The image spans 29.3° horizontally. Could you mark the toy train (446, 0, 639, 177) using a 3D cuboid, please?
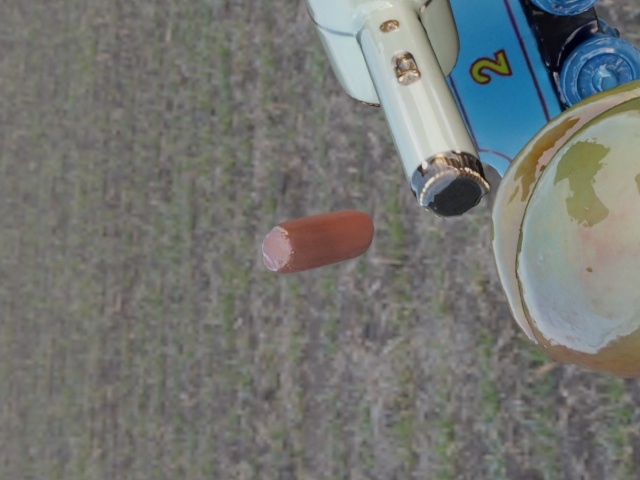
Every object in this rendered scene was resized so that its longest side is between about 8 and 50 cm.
[{"bbox_3d":[0.236,-0.251,1.495,0.188,0.265,0.300,-96,-18,-68],"label":"toy train"}]

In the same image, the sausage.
[{"bbox_3d":[0.000,0.000,1.431,0.062,0.154,0.062,13,108,44],"label":"sausage"}]

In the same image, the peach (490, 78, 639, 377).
[{"bbox_3d":[0.297,-0.010,1.133,0.292,0.248,0.292,-162,90,-71],"label":"peach"}]

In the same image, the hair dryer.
[{"bbox_3d":[0.071,-0.147,1.034,0.203,0.128,0.362,65,-173,-48],"label":"hair dryer"}]
